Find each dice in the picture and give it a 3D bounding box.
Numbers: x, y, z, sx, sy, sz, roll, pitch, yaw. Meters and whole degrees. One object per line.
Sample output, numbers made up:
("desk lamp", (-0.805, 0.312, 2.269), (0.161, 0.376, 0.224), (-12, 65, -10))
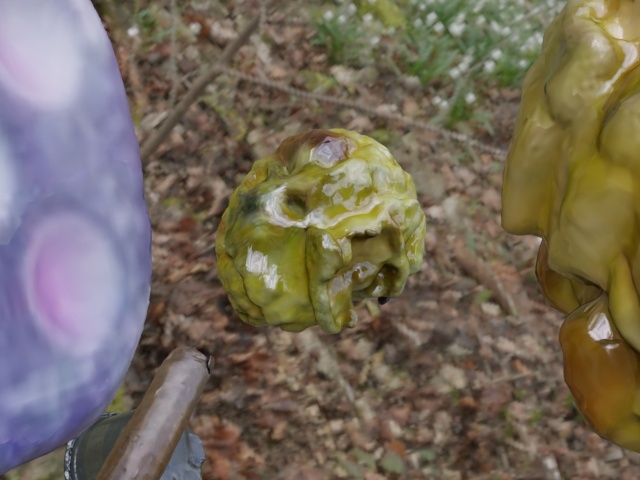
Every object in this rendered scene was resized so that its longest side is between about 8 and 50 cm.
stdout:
("dice", (-0.264, -0.012, 0.579), (0.271, 0.270, 0.270), (-10, 91, -57))

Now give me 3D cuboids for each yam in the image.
("yam", (-0.150, 0.188, 0.919), (0.046, 0.046, 0.264), (38, 56, -19))

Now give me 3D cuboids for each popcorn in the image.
("popcorn", (0.001, -0.003, 1.164), (0.218, 0.189, 0.169), (-54, 140, -9))
("popcorn", (0.213, -0.029, 0.481), (0.225, 0.332, 0.265), (33, 47, -24))

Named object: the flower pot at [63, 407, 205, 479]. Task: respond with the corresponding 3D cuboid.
("flower pot", (-0.214, 0.265, 1.441), (0.157, 0.107, 0.157), (28, 47, -34))
